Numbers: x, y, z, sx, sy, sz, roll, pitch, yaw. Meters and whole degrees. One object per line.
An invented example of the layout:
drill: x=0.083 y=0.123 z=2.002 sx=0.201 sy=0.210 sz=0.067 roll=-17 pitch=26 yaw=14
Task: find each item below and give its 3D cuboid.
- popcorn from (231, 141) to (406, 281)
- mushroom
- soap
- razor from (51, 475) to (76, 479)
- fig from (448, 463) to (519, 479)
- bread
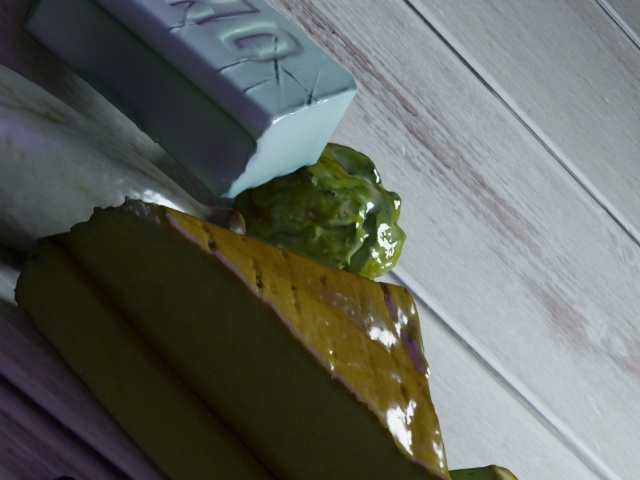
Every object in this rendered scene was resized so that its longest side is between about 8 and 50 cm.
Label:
popcorn: x=0.000 y=0.000 z=2.023 sx=0.198 sy=0.198 sz=0.213 roll=-61 pitch=139 yaw=-58
mushroom: x=-0.249 y=-0.054 z=1.723 sx=0.407 sy=0.137 sz=0.154 roll=31 pitch=25 yaw=-28
soap: x=-0.145 y=-0.204 z=1.916 sx=0.347 sy=0.115 sz=0.208 roll=41 pitch=30 yaw=16
razor: x=-0.245 y=0.228 z=1.556 sx=0.028 sy=0.044 sz=0.154 roll=32 pitch=27 yaw=7
fig: x=0.103 y=0.322 z=1.796 sx=0.207 sy=0.230 sz=0.207 roll=12 pitch=34 yaw=-8
bread: x=-0.095 y=0.131 z=1.683 sx=0.361 sy=0.233 sz=0.245 roll=24 pitch=45 yaw=-39
